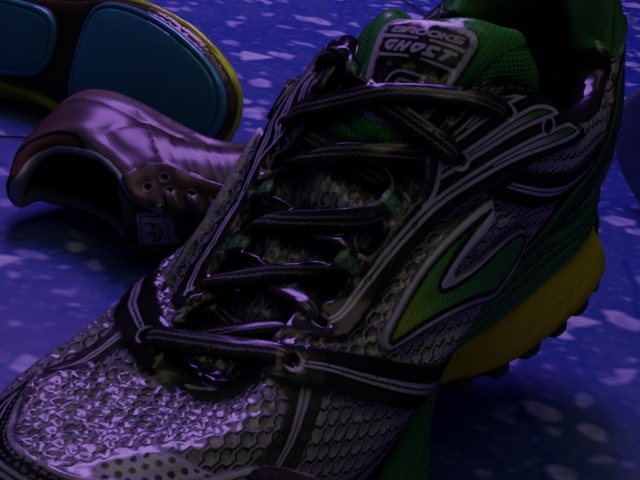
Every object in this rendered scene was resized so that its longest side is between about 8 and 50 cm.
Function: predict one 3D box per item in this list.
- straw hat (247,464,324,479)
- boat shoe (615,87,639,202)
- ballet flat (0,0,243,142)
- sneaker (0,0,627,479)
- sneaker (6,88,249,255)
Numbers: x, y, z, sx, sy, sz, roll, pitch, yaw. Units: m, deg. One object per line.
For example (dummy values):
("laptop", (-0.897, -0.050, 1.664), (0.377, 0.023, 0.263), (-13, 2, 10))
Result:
("straw hat", (0.021, 0.122, 0.390), (0.144, 0.144, 0.061), (25, 66, 35))
("boat shoe", (0.286, -0.022, 0.817), (0.105, 0.113, 0.306), (-20, 23, -27))
("ballet flat", (-0.124, -0.098, 0.897), (0.231, 0.077, 0.077), (19, 6, 27))
("sneaker", (0.000, 0.000, 0.549), (0.134, 0.146, 0.343), (21, 37, 21))
("sneaker", (-0.053, -0.011, 0.735), (0.188, 0.066, 0.071), (16, 42, 22))
